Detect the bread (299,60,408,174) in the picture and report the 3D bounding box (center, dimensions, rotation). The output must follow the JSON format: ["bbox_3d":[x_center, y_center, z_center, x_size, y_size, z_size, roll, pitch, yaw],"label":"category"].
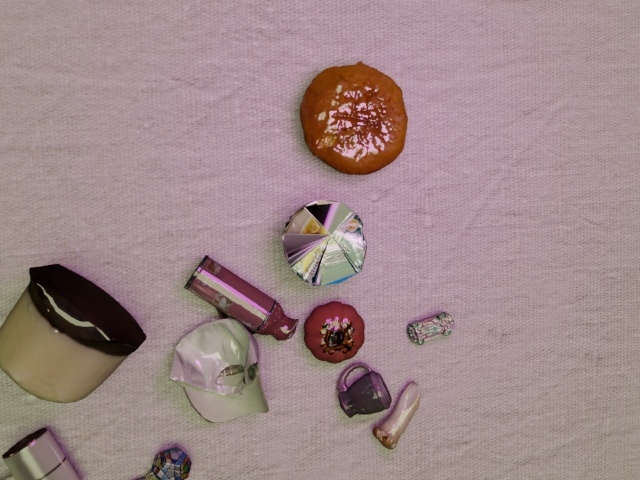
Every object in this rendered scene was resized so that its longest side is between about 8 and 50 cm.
[{"bbox_3d":[0.088,-0.327,1.642,0.312,0.172,0.312,0,89,-6],"label":"bread"}]

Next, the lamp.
[{"bbox_3d":[0.042,0.264,1.683,0.182,0.140,0.182,-1,98,-11],"label":"lamp"}]

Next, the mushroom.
[{"bbox_3d":[0.236,0.520,1.766,0.084,0.071,0.209,32,85,23],"label":"mushroom"}]

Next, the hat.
[{"bbox_3d":[-0.250,0.373,1.659,0.258,0.168,0.301,-12,121,14],"label":"hat"}]

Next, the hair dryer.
[{"bbox_3d":[-0.851,0.679,1.597,0.362,0.128,0.203,-28,98,2],"label":"hair dryer"}]

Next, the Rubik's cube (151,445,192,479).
[{"bbox_3d":[-0.418,0.636,1.662,0.111,0.093,0.111,-1,95,-11],"label":"Rubik's cube"}]

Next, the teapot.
[{"bbox_3d":[0.119,0.444,1.721,0.146,0.116,0.148,-26,101,4],"label":"teapot"}]

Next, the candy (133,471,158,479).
[{"bbox_3d":[-0.546,0.711,1.672,0.182,0.046,0.053,-22,93,-12],"label":"candy"}]

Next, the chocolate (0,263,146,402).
[{"bbox_3d":[-0.649,0.260,1.486,0.314,0.326,0.297,38,84,-7],"label":"chocolate"}]

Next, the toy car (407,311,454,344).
[{"bbox_3d":[0.329,0.260,1.768,0.142,0.055,0.069,-20,96,7],"label":"toy car"}]

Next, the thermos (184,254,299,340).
[{"bbox_3d":[-0.220,0.187,1.654,0.330,0.109,0.136,34,88,-9],"label":"thermos"}]

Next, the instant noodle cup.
[{"bbox_3d":[0.000,0.000,1.640,0.240,0.178,0.240,-1,94,-8],"label":"instant noodle cup"}]
